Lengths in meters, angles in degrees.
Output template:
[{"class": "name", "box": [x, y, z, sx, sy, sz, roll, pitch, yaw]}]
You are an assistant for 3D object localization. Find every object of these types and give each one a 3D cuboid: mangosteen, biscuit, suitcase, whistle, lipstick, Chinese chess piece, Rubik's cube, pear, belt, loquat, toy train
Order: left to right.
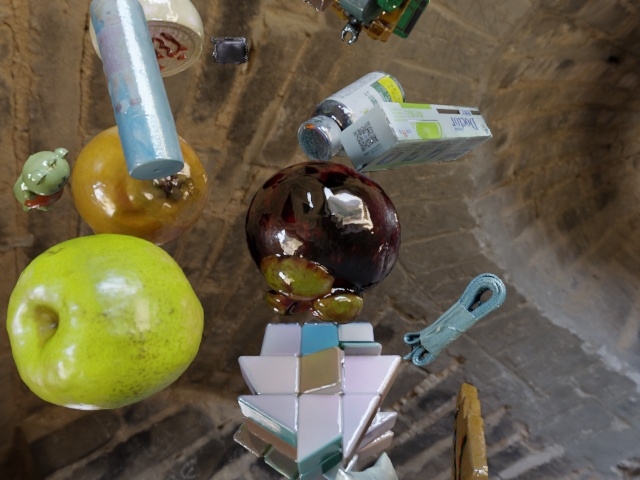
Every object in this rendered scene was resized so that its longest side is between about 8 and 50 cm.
[{"class": "whistle", "box": [-0.748, -0.148, 1.291, 0.289, 0.106, 0.131, -32, 28, 44]}, {"class": "pear", "box": [-0.429, 0.171, 1.026, 0.391, 0.391, 0.391, -35, -19, -14]}, {"class": "lipstick", "box": [-0.161, -0.134, 0.422, 0.048, 0.157, 0.048, -16, -8, -2]}, {"class": "loquat", "box": [-0.449, -0.137, 1.219, 0.329, 0.328, 0.328, -35, -19, -14]}, {"class": "Chinese chess piece", "box": [-0.428, -0.516, 1.204, 0.270, 0.111, 0.270, -16, -8, -2]}, {"class": "suitcase", "box": [-0.310, -0.650, 1.645, 0.126, 0.059, 0.086, -3, -49, -8]}, {"class": "Rubik's cube", "box": [-0.011, 0.373, 1.136, 0.388, 0.367, 0.358, -1, -42, 1]}, {"class": "mangosteen", "box": [0.000, 0.000, 0.606, 0.210, 0.209, 0.209, -35, -19, -14]}, {"class": "toy train", "box": [0.099, -0.341, 0.588, 0.227, 0.091, 0.136, -57, -23, 21]}, {"class": "belt", "box": [0.321, 0.195, 1.174, 0.302, 0.087, 0.072, -42, -21, 9]}, {"class": "biscuit", "box": [0.260, 0.390, 0.864, 0.301, 0.043, 0.277, 65, -147, -65]}]

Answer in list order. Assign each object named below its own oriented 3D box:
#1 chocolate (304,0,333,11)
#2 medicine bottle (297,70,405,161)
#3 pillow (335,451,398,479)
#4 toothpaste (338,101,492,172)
[{"class": "chocolate", "box": [-0.081, -0.681, 1.110, 0.112, 0.321, 0.112, -48, -7, -15]}, {"class": "medicine bottle", "box": [0.074, -0.296, 1.167, 0.293, 0.141, 0.141, -40, -15, -34]}, {"class": "pillow", "box": [0.110, 0.543, 1.027, 0.078, 0.144, 0.254, -28, -26, 23]}, {"class": "toothpaste", "box": [0.163, -0.162, 0.751, 0.081, 0.067, 0.337, -31, -9, 40]}]
